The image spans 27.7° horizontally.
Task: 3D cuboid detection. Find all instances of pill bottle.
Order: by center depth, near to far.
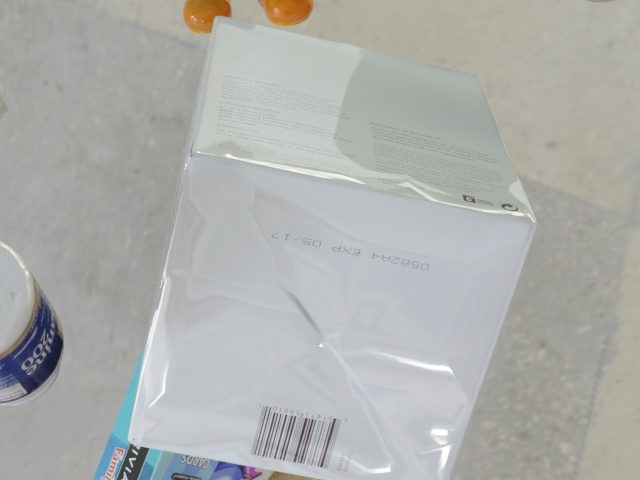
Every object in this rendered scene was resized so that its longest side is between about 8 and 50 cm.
[{"bbox_3d":[-0.171,0.048,0.676,0.067,0.120,0.067,0,69,0],"label":"pill bottle"}]

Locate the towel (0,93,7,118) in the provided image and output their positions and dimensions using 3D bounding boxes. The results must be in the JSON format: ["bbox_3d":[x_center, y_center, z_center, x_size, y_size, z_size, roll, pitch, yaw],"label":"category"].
[{"bbox_3d":[-0.472,-0.178,1.279,0.282,0.049,0.187,46,56,-3],"label":"towel"}]

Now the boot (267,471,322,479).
[{"bbox_3d":[0.009,0.289,0.940,0.236,0.089,0.269,36,98,-24],"label":"boot"}]

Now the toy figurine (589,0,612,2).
[{"bbox_3d":[0.273,-0.243,0.847,0.210,0.213,0.148,5,72,-20],"label":"toy figurine"}]

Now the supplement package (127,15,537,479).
[{"bbox_3d":[0.000,0.000,0.854,0.199,0.262,0.198,12,115,-7],"label":"supplement package"}]

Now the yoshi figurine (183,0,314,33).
[{"bbox_3d":[-0.098,-0.402,1.477,0.203,0.362,0.203,22,46,30],"label":"yoshi figurine"}]

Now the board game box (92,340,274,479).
[{"bbox_3d":[-0.095,0.254,1.203,0.254,0.079,0.336,16,98,-45],"label":"board game box"}]
